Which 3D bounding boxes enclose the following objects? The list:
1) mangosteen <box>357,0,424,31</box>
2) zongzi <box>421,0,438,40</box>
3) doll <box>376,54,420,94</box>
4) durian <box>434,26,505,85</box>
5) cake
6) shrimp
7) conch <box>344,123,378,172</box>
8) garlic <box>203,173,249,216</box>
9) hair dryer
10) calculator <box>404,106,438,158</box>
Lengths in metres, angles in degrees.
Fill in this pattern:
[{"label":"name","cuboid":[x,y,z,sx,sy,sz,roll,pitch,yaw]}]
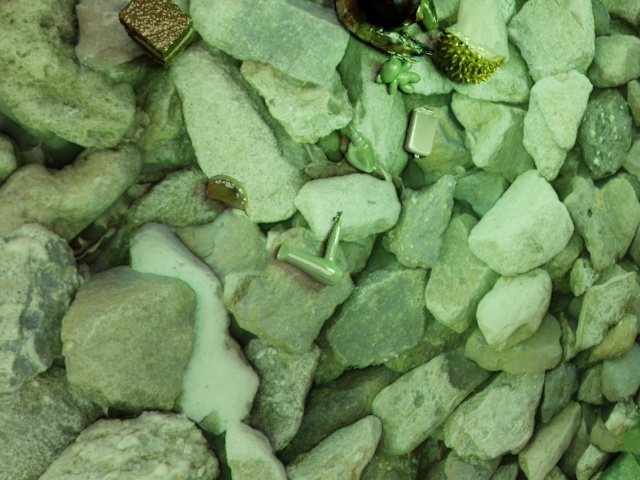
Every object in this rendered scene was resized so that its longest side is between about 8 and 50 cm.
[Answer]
[{"label":"mangosteen","cuboid":[0.213,-0.697,1.182,0.230,0.194,0.194,23,84,-45]},{"label":"zongzi","cuboid":[0.363,-0.761,1.367,0.154,0.062,0.130,45,42,-33]},{"label":"doll","cuboid":[0.252,-0.532,1.326,0.150,0.077,0.115,19,124,-30]},{"label":"durian","cuboid":[0.472,-0.597,1.348,0.250,0.138,0.183,26,51,-17]},{"label":"cake","cuboid":[-0.412,-0.534,1.039,0.135,0.147,0.134,41,78,-16]},{"label":"shrimp","cuboid":[0.220,-0.716,1.304,0.365,0.071,0.233,19,81,-14]},{"label":"conch","cuboid":[0.124,-0.283,1.285,0.088,0.065,0.180,-39,113,-16]},{"label":"garlic","cuboid":[-0.255,-0.139,1.163,0.152,0.066,0.084,23,112,-16]},{"label":"hair dryer","cuboid":[0.000,0.000,1.266,0.206,0.075,0.237,29,75,-12]},{"label":"calculator","cuboid":[0.340,-0.361,1.376,0.100,0.032,0.175,14,88,-19]}]
